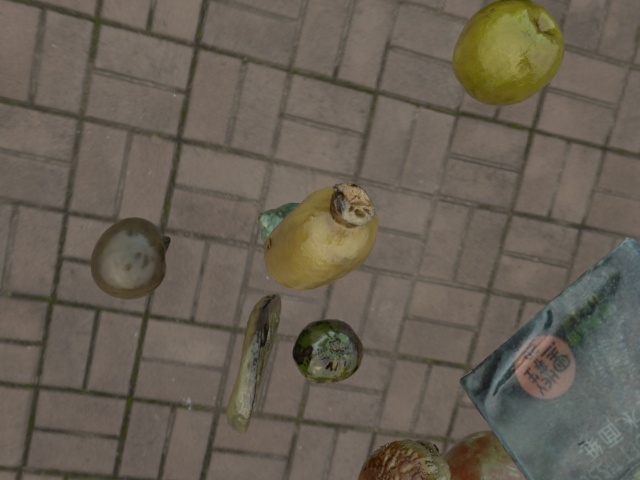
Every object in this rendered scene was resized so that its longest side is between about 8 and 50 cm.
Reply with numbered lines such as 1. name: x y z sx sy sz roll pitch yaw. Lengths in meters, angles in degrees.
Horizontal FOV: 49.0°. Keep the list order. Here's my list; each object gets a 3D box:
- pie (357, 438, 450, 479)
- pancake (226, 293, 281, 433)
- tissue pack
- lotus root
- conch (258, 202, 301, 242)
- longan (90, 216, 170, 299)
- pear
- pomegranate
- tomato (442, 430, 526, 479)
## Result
1. pie: 0.131 0.407 1.154 0.079 0.163 0.193 26 132 -36
2. pancake: -0.124 0.232 1.323 0.049 0.294 0.294 13 99 1
3. tissue pack: 0.306 0.185 0.627 0.228 0.315 0.103 -47 148 22
4. lotus root: 0.000 0.003 1.084 0.131 0.303 0.146 44 60 -6
5. conch: -0.049 -0.002 1.386 0.122 0.176 0.188 -12 141 4
6. longan: -0.243 0.023 0.912 0.113 0.092 0.113 -24 126 -39
7. pear: 0.272 -0.274 1.026 0.149 0.162 0.149 9 70 -27
8. pomegranate: 0.017 0.234 1.374 0.138 0.125 0.163 -15 119 -18
9. tomato: 0.397 0.580 1.688 0.270 0.270 0.222 -25 98 -6
